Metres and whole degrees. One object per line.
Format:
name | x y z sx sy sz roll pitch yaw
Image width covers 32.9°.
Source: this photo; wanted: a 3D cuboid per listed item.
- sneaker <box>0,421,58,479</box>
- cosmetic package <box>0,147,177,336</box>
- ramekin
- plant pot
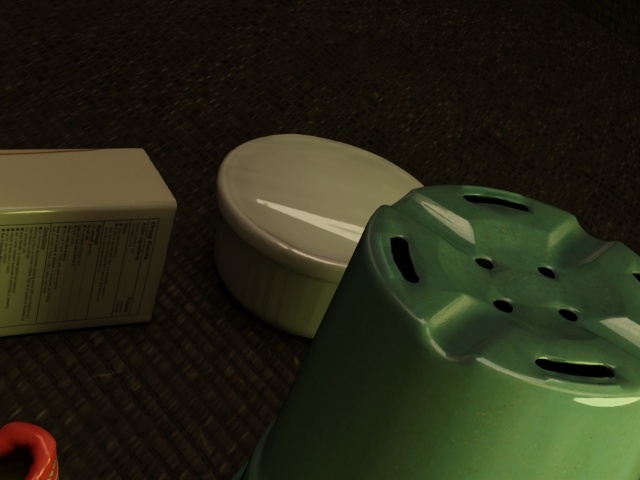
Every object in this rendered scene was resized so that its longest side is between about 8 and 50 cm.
sneaker | -0.307 0.211 0.786 0.107 0.118 0.279 32 35 22
cosmetic package | -0.314 0.003 1.062 0.309 0.160 0.113 -3 37 -31
ramekin | 0.000 0.000 1.248 0.273 0.127 0.273 13 32 -8
plant pot | 0.110 0.157 0.872 0.341 0.334 0.341 12 32 -8
